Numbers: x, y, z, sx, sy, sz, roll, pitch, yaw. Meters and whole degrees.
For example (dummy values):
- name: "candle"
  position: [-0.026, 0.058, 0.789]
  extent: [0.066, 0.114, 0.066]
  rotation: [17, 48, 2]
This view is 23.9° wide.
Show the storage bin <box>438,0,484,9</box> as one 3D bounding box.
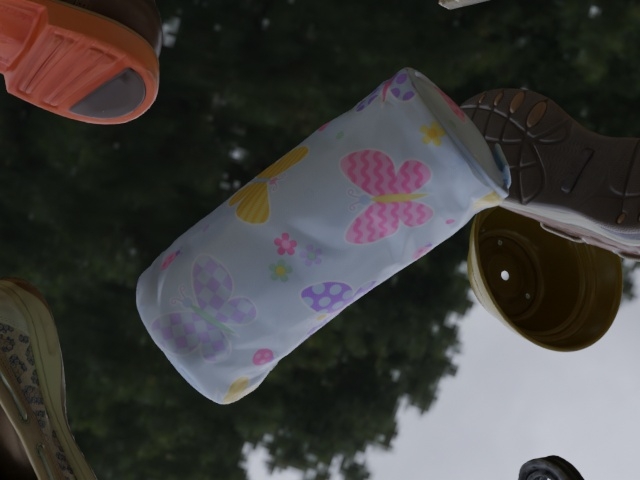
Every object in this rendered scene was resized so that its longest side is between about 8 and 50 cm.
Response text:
- name: "storage bin"
  position: [0.117, -0.316, 1.080]
  extent: [0.123, 0.262, 0.260]
  rotation: [23, -177, -9]

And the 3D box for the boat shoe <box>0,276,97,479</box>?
- name: "boat shoe"
  position: [-0.245, 0.175, 1.189]
  extent: [0.105, 0.285, 0.089]
  rotation: [-12, -176, 34]

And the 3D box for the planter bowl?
- name: "planter bowl"
  position: [0.235, 0.031, 1.724]
  extent: [0.217, 0.090, 0.217]
  rotation: [12, -113, -31]

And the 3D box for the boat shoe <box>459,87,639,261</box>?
- name: "boat shoe"
  position: [0.245, -0.053, 1.466]
  extent: [0.116, 0.123, 0.324]
  rotation: [38, 176, -42]

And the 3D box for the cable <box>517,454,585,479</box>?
- name: "cable"
  position: [0.234, 0.312, 1.235]
  extent: [0.072, 0.139, 0.287]
  rotation: [-14, -101, -35]

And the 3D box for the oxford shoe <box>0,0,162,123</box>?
- name: "oxford shoe"
  position: [-0.293, -0.223, 1.221]
  extent: [0.364, 0.130, 0.132]
  rotation: [28, -134, -28]

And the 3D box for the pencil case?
- name: "pencil case"
  position: [0.000, 0.000, 1.061]
  extent: [0.124, 0.273, 0.113]
  rotation: [47, -166, -19]
